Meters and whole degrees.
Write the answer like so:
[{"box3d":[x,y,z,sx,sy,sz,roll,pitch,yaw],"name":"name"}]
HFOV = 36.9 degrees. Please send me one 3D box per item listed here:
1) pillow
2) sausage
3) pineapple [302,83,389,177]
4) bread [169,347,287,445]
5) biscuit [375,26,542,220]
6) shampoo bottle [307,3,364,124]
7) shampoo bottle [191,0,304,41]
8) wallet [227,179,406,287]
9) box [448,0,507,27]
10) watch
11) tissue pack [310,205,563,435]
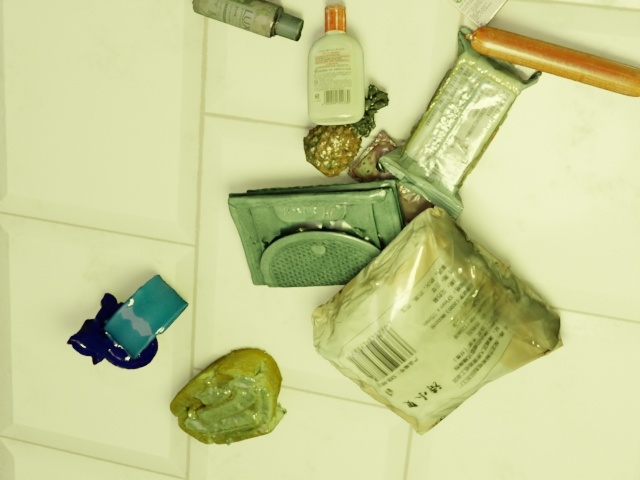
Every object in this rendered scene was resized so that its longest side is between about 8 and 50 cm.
[{"box3d":[0.153,-0.115,1.852,0.185,0.043,0.118,43,111,4],"name":"pillow"},{"box3d":[0.424,-0.315,1.688,0.347,0.053,0.053,17,111,3],"name":"sausage"},{"box3d":[0.056,-0.213,1.826,0.108,0.108,0.197,45,101,-1],"name":"pineapple"},{"box3d":[-0.198,0.348,2.054,0.257,0.124,0.186,-25,99,23],"name":"bread"},{"box3d":[0.250,-0.216,1.761,0.186,0.079,0.309,32,107,9],"name":"biscuit"},{"box3d":[0.028,-0.326,1.774,0.108,0.051,0.221,-3,81,15],"name":"shampoo bottle"},{"box3d":[-0.135,-0.432,1.822,0.214,0.072,0.072,20,111,9],"name":"shampoo bottle"},{"box3d":[0.000,0.000,1.887,0.342,0.075,0.237,-3,127,16],"name":"wallet"},{"box3d":[0.297,-0.450,1.703,0.089,0.043,0.125,42,113,0],"name":"box"},{"box3d":[-0.386,0.169,2.020,0.171,0.196,0.200,41,121,-10],"name":"watch"},{"box3d":[0.211,0.167,1.823,0.375,0.195,0.390,-40,110,21],"name":"tissue pack"}]
